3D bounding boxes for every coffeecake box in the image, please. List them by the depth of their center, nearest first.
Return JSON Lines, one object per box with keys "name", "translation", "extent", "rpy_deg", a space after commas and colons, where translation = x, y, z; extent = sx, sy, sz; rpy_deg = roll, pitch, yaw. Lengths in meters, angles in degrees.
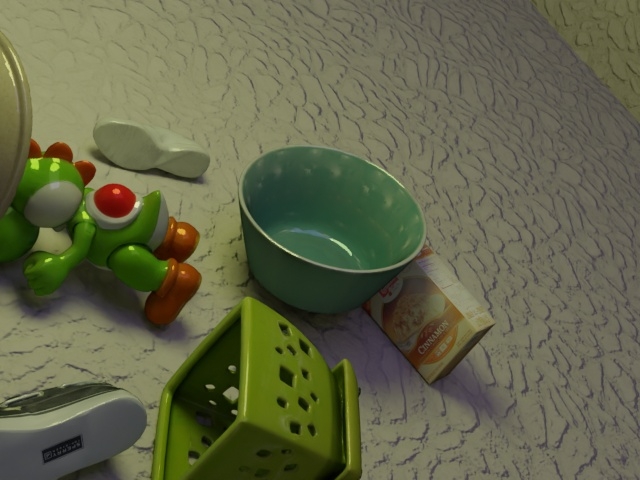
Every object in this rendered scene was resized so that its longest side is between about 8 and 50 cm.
{"name": "coffeecake box", "translation": [0.178, 0.121, 1.944], "extent": [0.185, 0.142, 0.068], "rpy_deg": [49, 35, 19]}

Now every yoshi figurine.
{"name": "yoshi figurine", "translation": [-0.359, -0.006, 1.664], "extent": [0.362, 0.203, 0.203], "rpy_deg": [32, 73, -30]}

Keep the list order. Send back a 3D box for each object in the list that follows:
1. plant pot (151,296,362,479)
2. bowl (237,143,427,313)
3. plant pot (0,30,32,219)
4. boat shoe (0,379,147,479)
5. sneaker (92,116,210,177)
{"name": "plant pot", "translation": [-0.074, 0.250, 1.521], "extent": [0.207, 0.228, 0.227], "rpy_deg": [27, 35, -22]}
{"name": "bowl", "translation": [0.000, 0.000, 1.890], "extent": [0.312, 0.163, 0.311], "rpy_deg": [12, 40, -11]}
{"name": "plant pot", "translation": [-0.575, -0.152, 1.391], "extent": [0.334, 0.334, 0.305], "rpy_deg": [53, 20, 23]}
{"name": "boat shoe", "translation": [-0.363, 0.235, 1.402], "extent": [0.301, 0.108, 0.102], "rpy_deg": [-17, 27, -35]}
{"name": "sneaker", "translation": [-0.293, -0.167, 1.959], "extent": [0.212, 0.080, 0.094], "rpy_deg": [17, 27, -35]}
